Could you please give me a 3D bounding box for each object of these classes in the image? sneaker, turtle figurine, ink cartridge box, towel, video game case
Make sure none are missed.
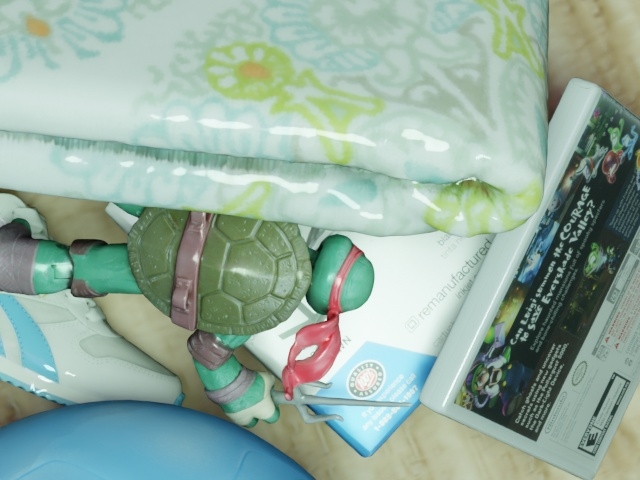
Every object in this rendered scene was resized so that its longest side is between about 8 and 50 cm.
[{"bbox_3d":[-0.172,0.028,1.116,0.228,0.087,0.092,30,86,-2],"label":"sneaker"},{"bbox_3d":[-0.053,0.001,1.024,0.234,0.118,0.175,16,86,9],"label":"turtle figurine"},{"bbox_3d":[0.000,0.000,1.120,0.203,0.086,0.148,43,88,0],"label":"ink cartridge box"},{"bbox_3d":[-0.067,-0.142,1.036,0.374,0.090,0.320,6,46,1],"label":"towel"},{"bbox_3d":[0.144,0.027,1.094,0.022,0.173,0.190,24,87,39],"label":"video game case"}]

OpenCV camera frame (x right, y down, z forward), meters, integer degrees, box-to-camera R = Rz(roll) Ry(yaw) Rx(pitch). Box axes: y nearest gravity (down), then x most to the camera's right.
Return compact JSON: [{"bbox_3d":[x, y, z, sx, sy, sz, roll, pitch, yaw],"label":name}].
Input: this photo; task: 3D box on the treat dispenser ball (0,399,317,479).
[{"bbox_3d":[-0.101,0.226,1.008,0.288,0.288,0.288,0,88,-1],"label":"treat dispenser ball"}]
